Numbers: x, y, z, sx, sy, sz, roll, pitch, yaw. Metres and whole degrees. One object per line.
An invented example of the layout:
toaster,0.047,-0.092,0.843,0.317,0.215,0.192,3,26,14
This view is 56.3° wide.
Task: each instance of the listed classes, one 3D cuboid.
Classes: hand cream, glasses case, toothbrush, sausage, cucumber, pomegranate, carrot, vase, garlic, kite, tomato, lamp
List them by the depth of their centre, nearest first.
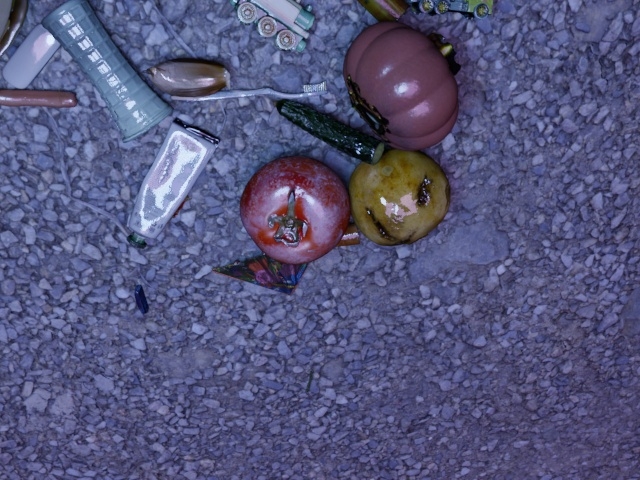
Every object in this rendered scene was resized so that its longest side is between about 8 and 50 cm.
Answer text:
sausage,0.041,-0.609,1.300,0.371,0.082,0.082,37,107,-22
vase,-0.471,-0.376,1.318,0.143,0.143,0.299,-30,114,8
glasses case,-0.640,-0.409,1.327,0.063,0.041,0.164,39,106,-25
garlic,-0.308,-0.369,1.335,0.198,0.128,0.090,0,100,-26
lamp,0.193,-0.351,1.335,0.239,0.305,0.305,-38,117,-1
sausage,-0.654,-0.324,1.368,0.186,0.043,0.043,0,117,-9
cucumber,0.014,-0.268,1.430,0.293,0.067,0.067,29,114,15
toothbrush,-0.168,-0.351,1.431,0.375,0.028,0.037,-6,107,-5
tomato,-0.057,-0.082,1.474,0.270,0.227,0.270,5,118,9
hand cream,-0.380,-0.133,1.479,0.121,0.076,0.336,28,100,-16
pomegranate,0.198,-0.107,1.499,0.260,0.260,0.260,-3,118,-6
carrot,0.000,0.000,1.627,0.209,0.061,0.061,-11,118,2
glasses case,-0.498,0.164,1.652,0.023,0.033,0.083,-6,118,7
kite,-0.131,0.079,1.654,0.321,0.016,0.234,-16,132,12

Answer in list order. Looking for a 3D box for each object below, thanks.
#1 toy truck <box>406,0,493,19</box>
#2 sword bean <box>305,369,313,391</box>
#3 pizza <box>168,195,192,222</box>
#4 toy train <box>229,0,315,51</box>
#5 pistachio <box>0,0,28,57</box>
toy truck,0.296,-0.568,1.354,0.191,0.085,0.116,3,109,-7
sword bean,-0.033,0.441,1.874,0.012,0.012,0.083,7,115,-12
pizza,-0.400,-0.100,1.530,0.099,0.029,0.100,40,105,-23
toy train,-0.101,-0.508,1.332,0.194,0.081,0.125,29,106,-19
pistachio,-0.735,-0.451,1.218,0.288,0.166,0.197,-31,103,9
